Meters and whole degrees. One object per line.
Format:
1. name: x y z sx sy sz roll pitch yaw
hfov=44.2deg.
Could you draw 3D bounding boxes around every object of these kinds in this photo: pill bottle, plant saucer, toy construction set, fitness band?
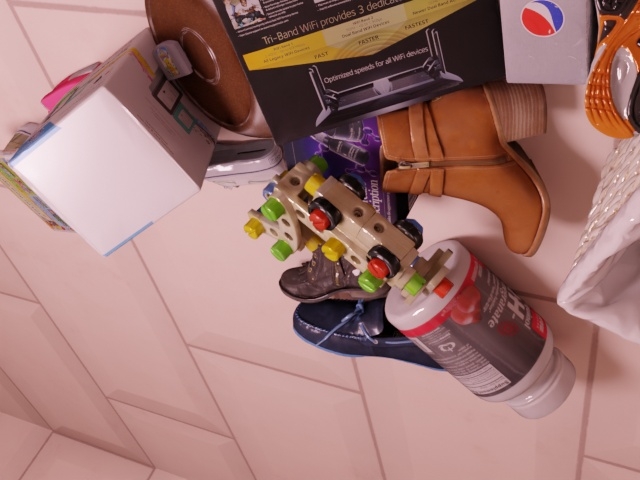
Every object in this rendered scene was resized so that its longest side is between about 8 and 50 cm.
1. pill bottle: 0.277 0.160 1.331 0.318 0.176 0.176 41 143 -16
2. plant saucer: -0.155 -0.269 1.112 0.310 0.050 0.310 41 154 25
3. toy construction set: 0.046 0.001 1.134 0.328 0.151 0.215 26 153 2
4. fitness band: -0.389 -0.211 1.438 0.291 0.054 0.209 -10 130 43

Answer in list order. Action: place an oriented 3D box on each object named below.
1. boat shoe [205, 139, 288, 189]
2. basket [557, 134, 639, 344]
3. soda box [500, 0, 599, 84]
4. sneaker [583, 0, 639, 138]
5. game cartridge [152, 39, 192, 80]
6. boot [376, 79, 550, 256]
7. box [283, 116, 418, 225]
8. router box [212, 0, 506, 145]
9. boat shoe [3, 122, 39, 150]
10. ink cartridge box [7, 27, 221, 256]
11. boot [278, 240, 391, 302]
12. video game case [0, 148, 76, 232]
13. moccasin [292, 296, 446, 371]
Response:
1. boat shoe: -0.161 -0.120 1.365 0.226 0.083 0.076 2 136 32
2. basket: 0.498 -0.030 0.867 0.331 0.266 0.328 26 145 6
3. soda box: 0.246 -0.309 0.845 0.098 0.091 0.286 7 140 26
4. sneaker: 0.345 -0.251 0.854 0.099 0.121 0.262 15 119 20
5. game cartridge: -0.218 -0.264 1.152 0.083 0.017 0.056 5 125 59
6. boot: 0.193 -0.080 1.073 0.220 0.109 0.283 -12 132 2
7. box: 0.044 -0.147 1.181 0.184 0.103 0.261 16 143 22
8. router box: 0.048 -0.267 0.928 0.309 0.081 0.243 -15 132 8
9. boat shoe: -0.493 -0.121 1.584 0.302 0.094 0.109 29 145 0
10. ink cartridge box: -0.296 -0.157 1.206 0.198 0.270 0.197 -33 115 19
11. boot: 0.000 0.000 1.420 0.263 0.091 0.229 -5 127 33
12. video game case: -0.545 -0.094 1.551 0.206 0.026 0.227 4 144 42
13. moccasin: 0.117 0.149 1.495 0.342 0.137 0.117 7 137 7
